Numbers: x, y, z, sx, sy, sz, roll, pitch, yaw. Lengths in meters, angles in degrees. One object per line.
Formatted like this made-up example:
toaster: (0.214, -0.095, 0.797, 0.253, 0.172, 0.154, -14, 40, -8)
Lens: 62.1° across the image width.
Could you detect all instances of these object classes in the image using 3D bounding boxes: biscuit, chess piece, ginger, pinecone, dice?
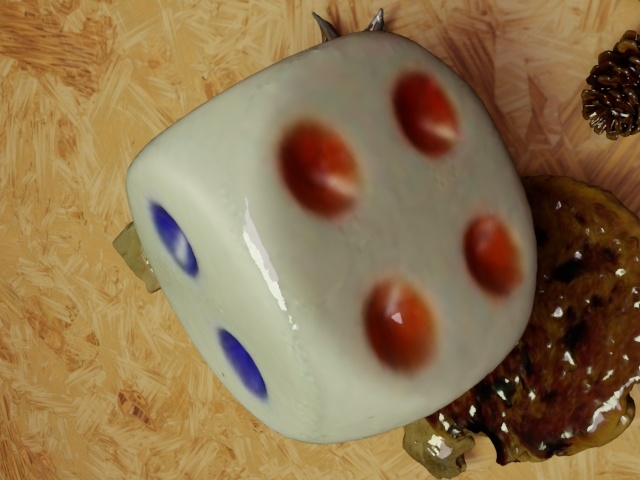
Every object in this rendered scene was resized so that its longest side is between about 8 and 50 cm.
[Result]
biscuit: (0.222, 0.093, 0.596, 0.334, 0.081, 0.290, -49, 47, 38)
chess piece: (-0.241, -0.012, 0.852, 0.300, 0.137, 0.137, -27, 92, 44)
ginger: (0.187, 0.279, 0.737, 0.165, 0.067, 0.096, -23, 73, 31)
pinecone: (0.311, -0.147, 0.523, 0.102, 0.102, 0.109, 41, 90, 11)
dice: (0.000, 0.000, 0.540, 0.304, 0.276, 0.304, -13, 105, 62)

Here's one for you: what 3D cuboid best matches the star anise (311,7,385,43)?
star anise: (0.043, -0.194, 0.666, 0.195, 0.065, 0.183, 20, 112, 33)
